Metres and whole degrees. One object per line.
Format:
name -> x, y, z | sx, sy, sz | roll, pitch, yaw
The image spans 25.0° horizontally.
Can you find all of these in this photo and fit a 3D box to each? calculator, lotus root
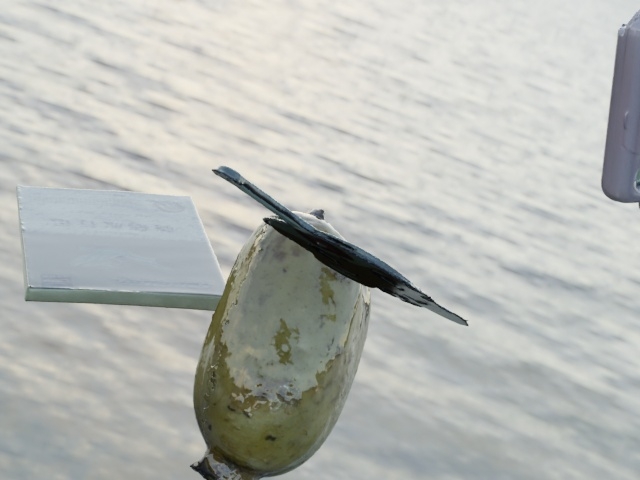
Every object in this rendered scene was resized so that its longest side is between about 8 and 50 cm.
calculator -> 0.259, -0.104, 1.104 | 0.100, 0.175, 0.032 | -15, 27, -36
lotus root -> -0.038, 0.109, 1.344 | 0.146, 0.284, 0.160 | 16, -14, 34

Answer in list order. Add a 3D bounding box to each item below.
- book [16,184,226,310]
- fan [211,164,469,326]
book -> -0.228, 0.003, 1.623 | 0.217, 0.021, 0.310 | 4, 21, -16
fan -> 0.000, 0.000, 0.986 | 0.152, 0.008, 0.227 | 22, -9, 45
